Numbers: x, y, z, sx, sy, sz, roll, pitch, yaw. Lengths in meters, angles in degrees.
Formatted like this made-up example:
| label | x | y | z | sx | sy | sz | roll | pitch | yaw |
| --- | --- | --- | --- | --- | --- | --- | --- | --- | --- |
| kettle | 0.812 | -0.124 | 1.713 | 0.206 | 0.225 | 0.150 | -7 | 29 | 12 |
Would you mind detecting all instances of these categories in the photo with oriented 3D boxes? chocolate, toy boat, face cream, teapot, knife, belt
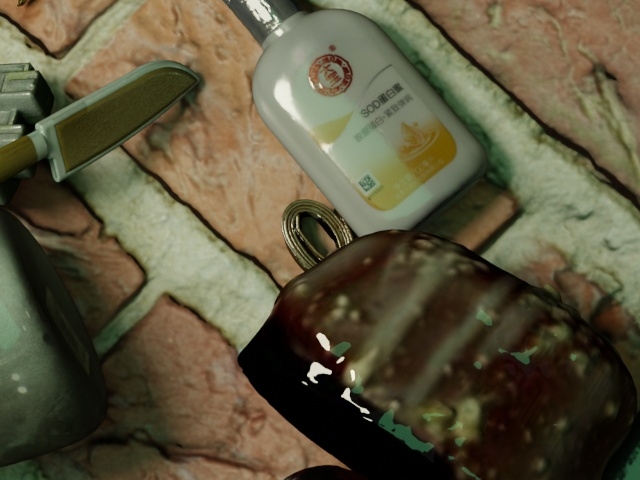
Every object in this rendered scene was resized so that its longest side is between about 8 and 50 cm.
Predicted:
| label | x | y | z | sx | sy | sz | roll | pitch | yaw |
| --- | --- | --- | --- | --- | --- | --- | --- | --- | --- |
| chocolate | 0.122 | 0.118 | 1.701 | 0.340 | 0.225 | 0.210 | 34 | 76 | 8 |
| toy boat | -0.406 | -0.100 | 1.829 | 0.319 | 0.092 | 0.141 | -1 | 56 | 16 |
| face cream | 0.017 | -0.136 | 1.806 | 0.144 | 0.071 | 0.291 | -37 | 81 | -6 |
| teapot | -0.343 | 0.146 | 1.770 | 0.285 | 0.305 | 0.223 | -26 | 48 | 1 |
| knife | -0.234 | -0.085 | 1.755 | 0.027 | 0.061 | 0.343 | 19 | 41 | 42 |
| belt | 0.000 | 0.000 | 1.813 | 0.059 | 0.036 | 0.083 | -36 | 82 | -5 |

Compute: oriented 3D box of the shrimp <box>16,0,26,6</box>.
| label | x | y | z | sx | sy | sz | roll | pitch | yaw |
| --- | --- | --- | --- | --- | --- | --- | --- | --- | --- |
| shrimp | -0.235 | -0.252 | 1.872 | 0.083 | 0.023 | 0.114 | 41 | 86 | 6 |

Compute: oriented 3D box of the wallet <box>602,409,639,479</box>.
| label | x | y | z | sx | sy | sz | roll | pitch | yaw |
| --- | --- | --- | --- | --- | --- | --- | --- | --- | --- |
| wallet | 0.398 | 0.127 | 1.751 | 0.170 | 0.044 | 0.321 | 33 | 85 | 8 |

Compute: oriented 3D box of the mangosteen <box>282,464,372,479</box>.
| label | x | y | z | sx | sy | sz | roll | pitch | yaw |
| --- | --- | --- | --- | --- | --- | --- | --- | --- | --- |
| mangosteen | 0.012 | 0.274 | 1.734 | 0.152 | 0.152 | 0.152 | -1 | 84 | 6 |
